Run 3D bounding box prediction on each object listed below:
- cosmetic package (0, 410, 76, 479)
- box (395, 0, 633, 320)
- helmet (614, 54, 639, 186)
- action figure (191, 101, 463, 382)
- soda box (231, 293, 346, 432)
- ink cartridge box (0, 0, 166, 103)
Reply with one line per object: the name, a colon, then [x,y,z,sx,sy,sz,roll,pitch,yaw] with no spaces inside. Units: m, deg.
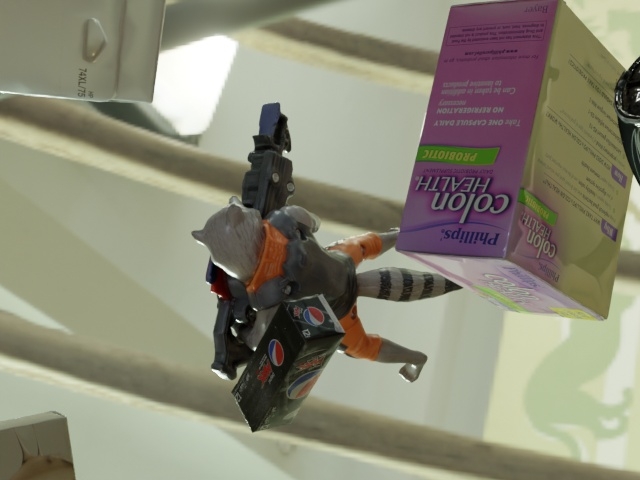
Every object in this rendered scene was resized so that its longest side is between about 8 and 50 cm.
cosmetic package: [-0.286,0.320,1.016,0.160,0.113,0.310,-9,-92,-20]
box: [0.197,-0.070,1.071,0.213,0.117,0.243,26,-108,-49]
helmet: [0.307,-0.072,0.810,0.161,0.169,0.169,46,-132,-22]
action figure: [0.000,0.000,1.334,0.330,0.178,0.341,14,-106,-41]
soda box: [-0.036,0.133,1.216,0.053,0.060,0.169,-9,-37,-35]
ink cartridge box: [-0.264,-0.312,1.201,0.198,0.197,0.270,110,160,-53]
